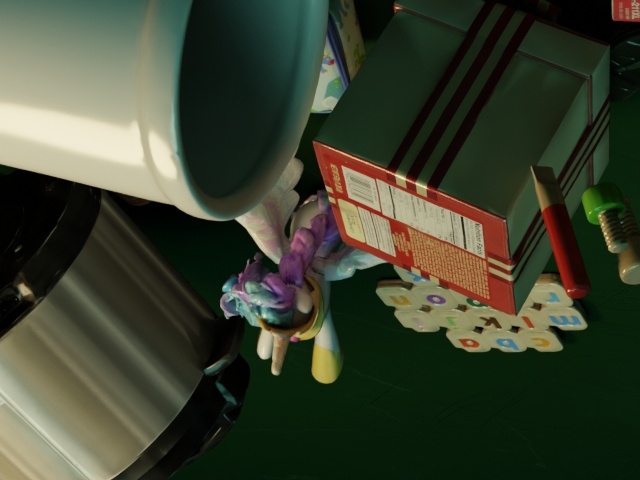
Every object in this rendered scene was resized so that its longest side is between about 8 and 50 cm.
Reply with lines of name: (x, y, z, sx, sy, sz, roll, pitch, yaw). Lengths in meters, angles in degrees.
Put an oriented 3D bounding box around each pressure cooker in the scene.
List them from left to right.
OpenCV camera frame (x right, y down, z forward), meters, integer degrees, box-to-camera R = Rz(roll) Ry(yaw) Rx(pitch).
pressure cooker: (-0.320, 0.159, 2.033, 0.420, 0.375, 0.370, 50, 161, -27)

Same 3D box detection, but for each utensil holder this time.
utensil holder: (-0.229, -0.212, 1.521, 0.385, 0.328, 0.327, 12, 154, 21)

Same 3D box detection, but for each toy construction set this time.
toy construction set: (0.347, -0.085, 1.480, 0.309, 0.237, 0.257, -11, 149, -4)

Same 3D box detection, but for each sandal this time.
sandal: (0.331, -0.193, 1.650, 0.090, 0.060, 0.219, 27, 165, -15)

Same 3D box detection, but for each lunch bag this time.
lunch bag: (-0.070, -0.221, 1.710, 0.219, 0.090, 0.176, 6, 141, 19)

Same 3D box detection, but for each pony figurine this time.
pony figurine: (0.000, 0.000, 1.913, 0.303, 0.351, 0.363, 14, 172, 6)

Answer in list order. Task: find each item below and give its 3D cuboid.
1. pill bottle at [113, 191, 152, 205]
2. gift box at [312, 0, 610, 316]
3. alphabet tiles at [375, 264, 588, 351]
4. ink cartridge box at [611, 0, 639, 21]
pill bottle: (-0.263, -0.115, 2.021, 0.086, 0.086, 0.152, -9, 145, 37)
gift box: (0.143, -0.121, 1.660, 0.276, 0.258, 0.255, 27, 159, 17)
alphabet tiles: (0.228, 0.089, 2.271, 0.284, 0.021, 0.278, -3, 149, 28)
ink cartridge box: (0.353, -0.260, 1.424, 0.175, 0.127, 0.072, 6, 152, 14)
